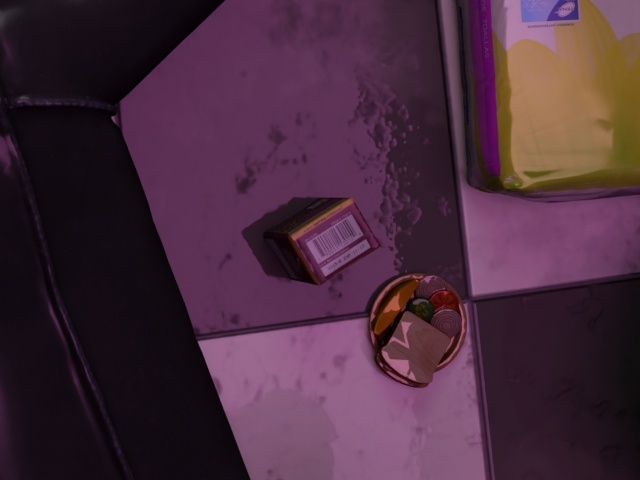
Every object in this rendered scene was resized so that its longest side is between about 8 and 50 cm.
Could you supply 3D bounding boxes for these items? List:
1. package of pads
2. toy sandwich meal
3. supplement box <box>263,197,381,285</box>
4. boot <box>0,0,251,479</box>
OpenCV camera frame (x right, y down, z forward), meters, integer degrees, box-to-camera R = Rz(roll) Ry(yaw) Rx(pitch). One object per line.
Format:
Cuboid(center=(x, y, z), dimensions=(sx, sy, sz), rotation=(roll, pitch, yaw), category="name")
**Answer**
Cuboid(center=(0.250, -0.146, 1.234), dimensions=(0.296, 0.101, 0.229), rotation=(-5, 92, -14), category="package of pads")
Cuboid(center=(0.073, 0.065, 1.231), dimensions=(0.085, 0.029, 0.085), rotation=(0, 92, -14), category="toy sandwich meal")
Cuboid(center=(0.000, 0.000, 1.182), dimensions=(0.055, 0.083, 0.043), rotation=(-33, 100, -11), category="supplement box")
Cuboid(center=(-0.120, 0.000, 1.117), dimensions=(0.367, 0.146, 0.445), rotation=(-23, 101, -25), category="boot")
